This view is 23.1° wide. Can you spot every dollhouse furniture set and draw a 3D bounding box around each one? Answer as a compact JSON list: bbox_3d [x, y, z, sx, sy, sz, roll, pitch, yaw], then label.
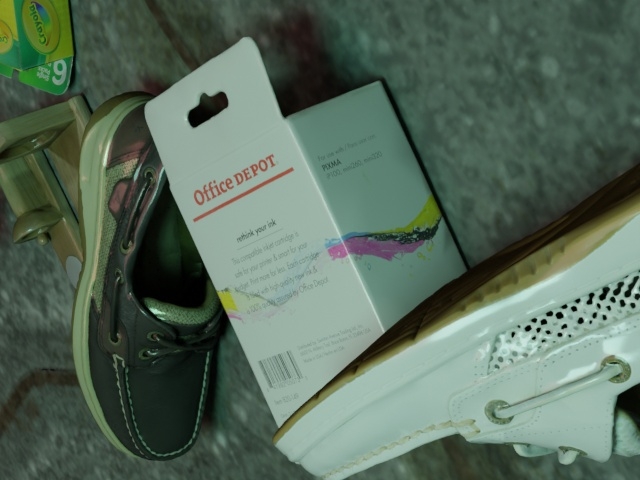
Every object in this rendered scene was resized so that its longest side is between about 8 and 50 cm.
[{"bbox_3d":[-0.207,0.014,0.950,0.144,0.151,0.123,-33,83,54],"label":"dollhouse furniture set"}]

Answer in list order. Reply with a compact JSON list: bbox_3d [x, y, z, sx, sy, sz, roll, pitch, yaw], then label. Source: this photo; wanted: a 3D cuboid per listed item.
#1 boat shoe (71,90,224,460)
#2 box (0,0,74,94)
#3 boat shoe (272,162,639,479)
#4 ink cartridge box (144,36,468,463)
[{"bbox_3d":[-0.090,0.031,0.876,0.073,0.080,0.223,25,122,47],"label":"boat shoe"},{"bbox_3d":[-0.197,-0.176,0.928,0.105,0.043,0.179,22,126,43],"label":"box"},{"bbox_3d":[0.097,0.046,0.608,0.277,0.098,0.096,-33,94,35],"label":"boat shoe"},{"bbox_3d":[0.000,0.000,0.762,0.115,0.067,0.198,-23,92,52],"label":"ink cartridge box"}]
